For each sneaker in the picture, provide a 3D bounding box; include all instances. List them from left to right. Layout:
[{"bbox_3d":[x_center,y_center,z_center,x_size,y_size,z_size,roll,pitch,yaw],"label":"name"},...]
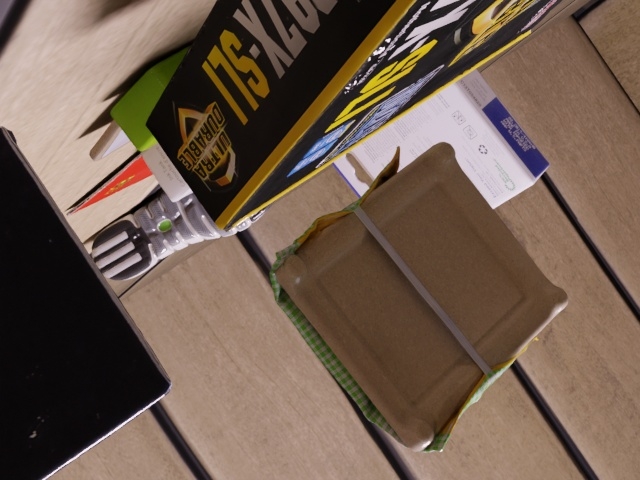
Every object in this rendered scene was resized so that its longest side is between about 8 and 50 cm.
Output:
[{"bbox_3d":[-0.153,-0.034,1.581,0.228,0.086,0.132,-24,-175,5],"label":"sneaker"}]

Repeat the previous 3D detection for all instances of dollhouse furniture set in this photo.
[{"bbox_3d":[0.000,0.000,0.956,0.197,0.301,0.151,-37,179,-40],"label":"dollhouse furniture set"}]

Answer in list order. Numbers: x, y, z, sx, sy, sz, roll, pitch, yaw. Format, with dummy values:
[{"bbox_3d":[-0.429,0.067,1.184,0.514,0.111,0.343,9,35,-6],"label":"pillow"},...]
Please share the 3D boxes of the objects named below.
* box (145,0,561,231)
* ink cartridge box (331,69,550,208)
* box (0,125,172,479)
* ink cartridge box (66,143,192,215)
[{"bbox_3d":[0.074,-0.147,0.635,0.257,0.079,0.322,-32,174,-30],"label":"box"},{"bbox_3d":[0.099,-0.112,1.437,0.045,0.223,0.224,-41,-175,-39],"label":"ink cartridge box"},{"bbox_3d":[-0.310,0.132,0.752,0.343,0.179,0.312,-33,-179,-37],"label":"box"},{"bbox_3d":[-0.071,-0.099,1.260,0.239,0.060,0.275,-36,179,36],"label":"ink cartridge box"}]
